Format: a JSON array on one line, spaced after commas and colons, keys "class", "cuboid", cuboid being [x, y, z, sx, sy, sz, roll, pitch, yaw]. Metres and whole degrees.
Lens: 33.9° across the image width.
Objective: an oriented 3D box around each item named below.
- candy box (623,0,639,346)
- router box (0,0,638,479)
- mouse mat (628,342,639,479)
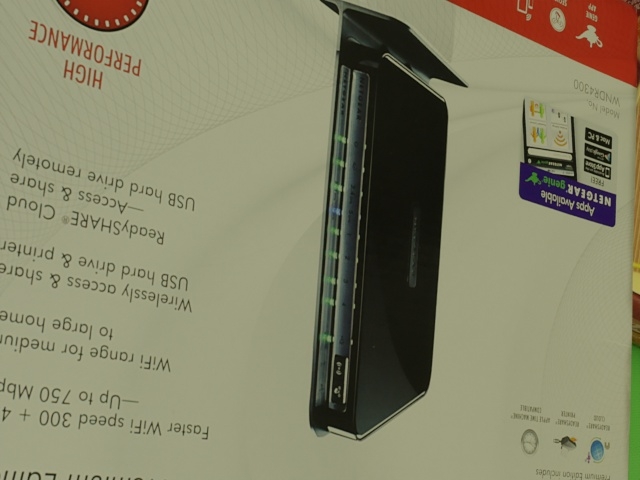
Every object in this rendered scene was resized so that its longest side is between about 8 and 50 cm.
[{"class": "candy box", "cuboid": [0.249, -0.087, 0.634, 0.183, 0.087, 0.316, 25, 77, -18]}, {"class": "router box", "cuboid": [0.000, 0.000, 0.436, 0.335, 0.082, 0.301, 13, 76, -38]}, {"class": "mouse mat", "cuboid": [0.194, 0.144, 0.640, 0.190, 0.007, 0.152, 45, 72, -13]}]
